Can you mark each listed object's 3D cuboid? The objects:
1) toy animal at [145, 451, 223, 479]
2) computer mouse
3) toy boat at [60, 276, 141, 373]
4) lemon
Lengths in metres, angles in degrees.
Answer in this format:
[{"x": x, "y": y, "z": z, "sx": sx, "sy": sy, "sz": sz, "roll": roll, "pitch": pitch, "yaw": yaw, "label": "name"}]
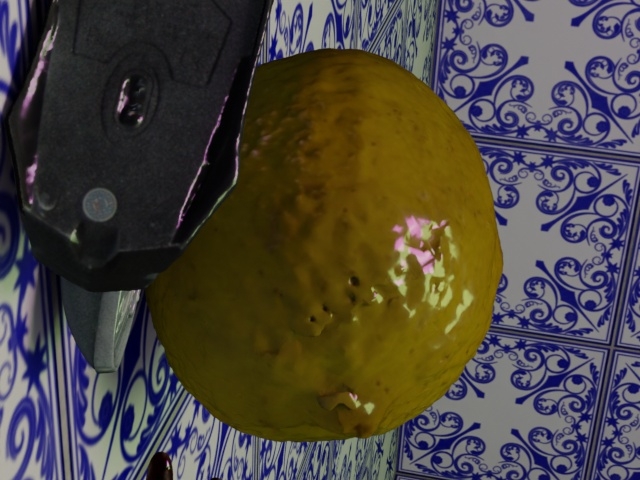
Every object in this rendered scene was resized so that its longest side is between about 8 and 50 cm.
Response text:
[{"x": -0.128, "y": 0.162, "z": 0.463, "sx": 0.087, "sy": 0.243, "sz": 0.260, "roll": -9, "pitch": 123, "yaw": -42, "label": "toy animal"}, {"x": -0.101, "y": -0.082, "z": 0.685, "sx": 0.071, "sy": 0.126, "sz": 0.231, "roll": 133, "pitch": -31, "yaw": -76, "label": "computer mouse"}, {"x": -0.103, "y": -0.044, "z": 0.756, "sx": 0.078, "sy": 0.085, "sz": 0.261, "roll": 99, "pitch": 2, "yaw": -71, "label": "toy boat"}, {"x": 0.000, "y": 0.000, "z": 0.904, "sx": 0.268, "sy": 0.268, "sz": 0.322, "roll": 88, "pitch": 2, "yaw": -46, "label": "lemon"}]
